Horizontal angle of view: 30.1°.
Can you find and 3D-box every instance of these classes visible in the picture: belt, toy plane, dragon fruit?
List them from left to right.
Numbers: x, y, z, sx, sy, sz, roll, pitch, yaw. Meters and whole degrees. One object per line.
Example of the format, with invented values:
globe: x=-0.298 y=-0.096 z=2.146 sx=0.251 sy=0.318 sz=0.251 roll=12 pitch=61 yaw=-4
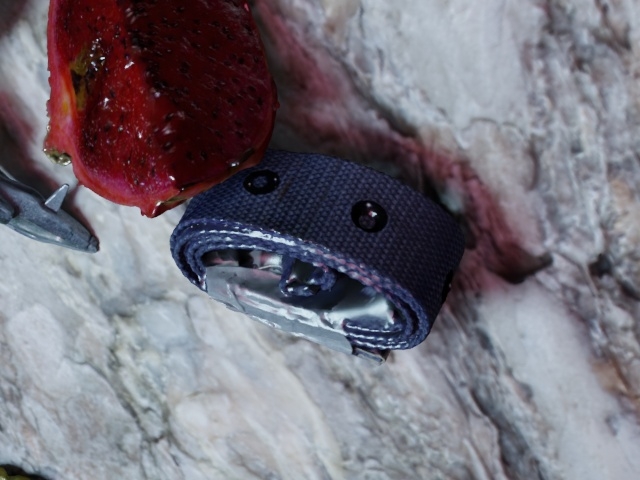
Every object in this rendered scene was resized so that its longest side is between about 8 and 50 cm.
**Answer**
toy plane: x=-0.315 y=-0.063 z=1.083 sx=0.267 sy=0.212 sz=0.088 roll=24 pitch=117 yaw=-16
dragon fruit: x=-0.148 y=-0.128 z=0.997 sx=0.211 sy=0.134 sz=0.262 roll=-27 pitch=74 yaw=43
belt: x=0.000 y=0.000 z=0.986 sx=0.230 sy=0.126 sz=0.140 roll=15 pitch=143 yaw=15

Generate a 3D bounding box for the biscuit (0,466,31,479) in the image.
biscuit: x=-0.303 y=0.362 z=1.292 sx=0.187 sy=0.036 sz=0.274 roll=-3 pitch=109 yaw=22
